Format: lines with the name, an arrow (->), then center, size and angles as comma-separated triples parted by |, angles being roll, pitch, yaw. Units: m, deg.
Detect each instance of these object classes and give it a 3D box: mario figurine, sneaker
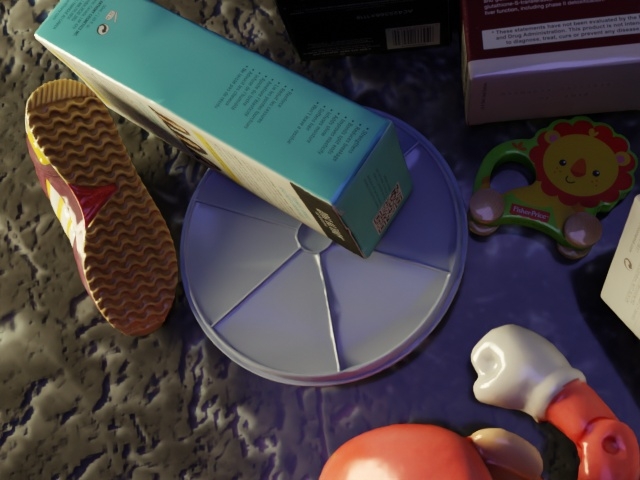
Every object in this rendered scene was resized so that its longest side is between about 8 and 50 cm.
mario figurine -> 0.154, 0.175, 0.413 | 0.320, 0.170, 0.198 | 13, 43, 2
sneaker -> -0.157, -0.022, 0.525 | 0.069, 0.084, 0.185 | -20, 98, -21

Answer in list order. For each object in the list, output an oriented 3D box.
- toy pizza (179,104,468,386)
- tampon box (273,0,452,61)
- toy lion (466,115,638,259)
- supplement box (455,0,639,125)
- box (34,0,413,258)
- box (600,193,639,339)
toy pizza -> 0.000, 0.000, 0.502 | 0.201, 0.032, 0.201 | -4, 72, 13
tampon box -> 0.029, -0.228, 0.515 | 0.120, 0.101, 0.161 | -4, 76, 8
toy lion -> 0.157, -0.042, 0.489 | 0.100, 0.034, 0.096 | 15, 73, 13
supplement box -> 0.155, -0.206, 0.497 | 0.130, 0.073, 0.239 | -3, 74, 9
box -> -0.062, -0.084, 0.470 | 0.244, 0.100, 0.060 | 31, 82, 21
box -> 0.259, 0.038, 0.375 | 0.130, 0.091, 0.170 | -21, 51, -13
